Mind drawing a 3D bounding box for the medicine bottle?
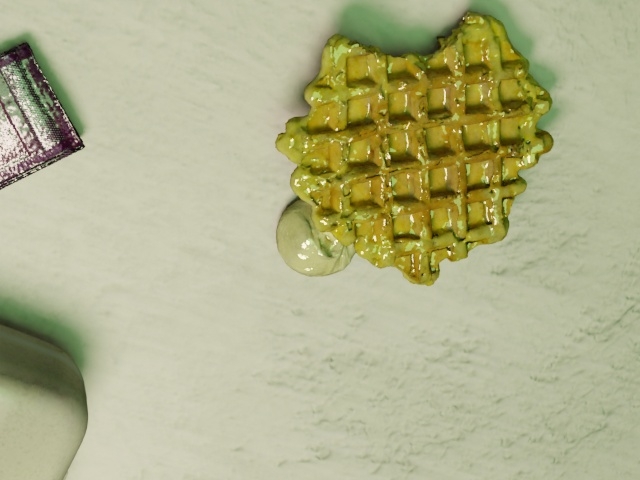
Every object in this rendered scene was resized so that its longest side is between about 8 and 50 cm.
[{"bbox_3d":[-0.394,0.241,1.132,0.282,0.123,0.375,23,105,-26],"label":"medicine bottle"}]

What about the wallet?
[{"bbox_3d":[-0.305,-0.091,1.053,0.165,0.030,0.111,-27,120,-2],"label":"wallet"}]

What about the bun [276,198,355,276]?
[{"bbox_3d":[0.000,0.000,1.173,0.086,0.055,0.086,-7,116,-15],"label":"bun"}]

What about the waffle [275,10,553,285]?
[{"bbox_3d":[0.098,-0.098,1.141,0.291,0.051,0.291,-6,107,-21],"label":"waffle"}]
